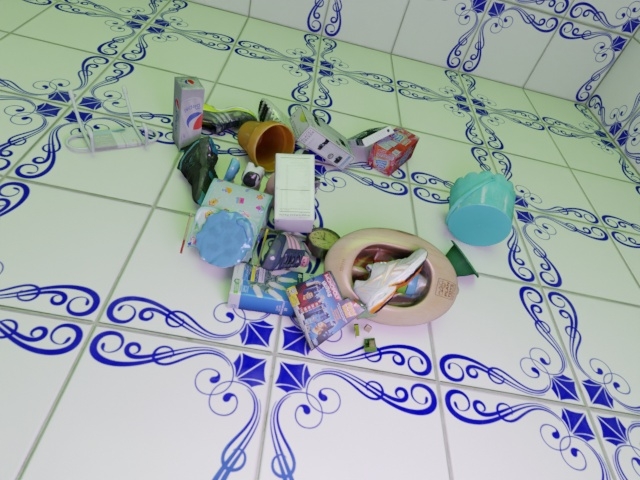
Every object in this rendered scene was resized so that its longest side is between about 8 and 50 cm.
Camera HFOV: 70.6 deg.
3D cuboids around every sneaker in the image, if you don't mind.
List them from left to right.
[{"bbox_3d":[-0.466,-0.251,1.719,0.140,0.125,0.340,-14,49,6],"label":"sneaker"},{"bbox_3d":[-0.430,-0.522,2.004,0.300,0.111,0.121,0,56,-11],"label":"sneaker"},{"bbox_3d":[-0.196,-0.552,2.107,0.118,0.110,0.292,-13,59,-39],"label":"sneaker"},{"bbox_3d":[-0.097,0.044,1.443,0.131,0.112,0.319,29,13,1],"label":"sneaker"},{"bbox_3d":[-0.063,-0.271,1.863,0.153,0.101,0.268,23,49,4],"label":"sneaker"},{"bbox_3d":[0.206,0.091,1.346,0.262,0.099,0.121,-39,69,-19],"label":"sneaker"}]

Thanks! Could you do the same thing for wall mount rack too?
[{"bbox_3d":[-0.835,-0.476,1.789,0.350,0.130,0.304,-16,53,-32],"label":"wall mount rack"}]

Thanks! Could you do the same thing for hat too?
[{"bbox_3d":[0.468,0.116,1.696,0.172,0.184,0.208,58,12,22],"label":"hat"}]

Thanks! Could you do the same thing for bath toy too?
[{"bbox_3d":[-0.196,-0.187,1.714,0.349,0.151,0.128,21,80,-1],"label":"bath toy"}]

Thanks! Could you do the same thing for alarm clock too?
[{"bbox_3d":[0.000,0.000,1.629,0.130,0.064,0.192,-8,46,-31],"label":"alarm clock"}]

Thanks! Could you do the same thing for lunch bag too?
[{"bbox_3d":[-0.301,-0.056,1.525,0.224,0.160,0.262,18,53,-1],"label":"lunch bag"}]

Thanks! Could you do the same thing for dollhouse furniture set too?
[{"bbox_3d":[0.136,0.253,1.355,0.076,0.151,0.058,-7,14,6],"label":"dollhouse furniture set"}]

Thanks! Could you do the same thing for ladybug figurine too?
[{"bbox_3d":[0.226,0.122,1.471,0.450,0.162,0.304,16,80,-4],"label":"ladybug figurine"}]

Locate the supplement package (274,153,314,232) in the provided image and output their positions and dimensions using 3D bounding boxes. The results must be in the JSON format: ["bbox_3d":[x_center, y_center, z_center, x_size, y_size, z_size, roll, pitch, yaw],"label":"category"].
[{"bbox_3d":[-0.092,-0.161,1.569,0.139,0.134,0.243,2,72,-5],"label":"supplement package"}]

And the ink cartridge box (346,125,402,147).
[{"bbox_3d":[0.241,-0.490,2.100,0.208,0.045,0.206,-27,18,-15],"label":"ink cartridge box"}]

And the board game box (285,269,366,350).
[{"bbox_3d":[0.025,0.194,1.325,0.194,0.060,0.194,-23,85,0],"label":"board game box"}]

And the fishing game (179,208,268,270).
[{"bbox_3d":[-0.300,-0.006,1.421,0.265,0.041,0.188,8,77,5],"label":"fishing game"}]

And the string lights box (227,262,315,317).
[{"bbox_3d":[-0.149,0.157,1.413,0.260,0.076,0.133,10,42,-9],"label":"string lights box"}]

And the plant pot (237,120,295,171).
[{"bbox_3d":[-0.243,-0.414,1.890,0.205,0.205,0.188,-23,41,-35],"label":"plant pot"}]

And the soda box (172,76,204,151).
[{"bbox_3d":[-0.528,-0.498,1.798,0.091,0.286,0.098,-13,52,-31],"label":"soda box"}]

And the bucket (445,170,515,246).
[{"bbox_3d":[0.644,-0.121,1.822,0.282,0.281,0.183,20,51,2],"label":"bucket"}]

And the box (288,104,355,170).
[{"bbox_3d":[0.008,-0.443,1.968,0.290,0.087,0.169,26,32,-39],"label":"box"}]

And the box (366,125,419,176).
[{"bbox_3d":[0.345,-0.424,2.130,0.128,0.122,0.257,34,46,15],"label":"box"}]
